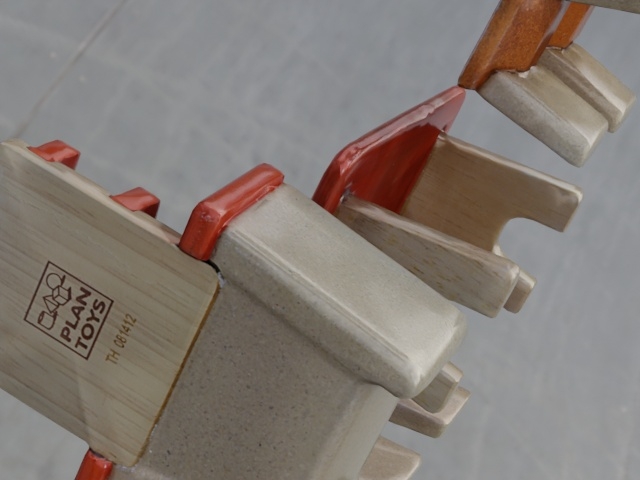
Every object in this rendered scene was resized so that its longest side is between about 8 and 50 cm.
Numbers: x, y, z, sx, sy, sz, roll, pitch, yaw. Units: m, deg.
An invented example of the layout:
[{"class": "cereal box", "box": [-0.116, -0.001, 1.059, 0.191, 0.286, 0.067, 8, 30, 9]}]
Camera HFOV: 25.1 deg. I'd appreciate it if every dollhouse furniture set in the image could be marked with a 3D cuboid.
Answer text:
[{"class": "dollhouse furniture set", "box": [0.000, 0.000, 0.507, 0.135, 0.262, 0.259, 31, 23, 11]}]
